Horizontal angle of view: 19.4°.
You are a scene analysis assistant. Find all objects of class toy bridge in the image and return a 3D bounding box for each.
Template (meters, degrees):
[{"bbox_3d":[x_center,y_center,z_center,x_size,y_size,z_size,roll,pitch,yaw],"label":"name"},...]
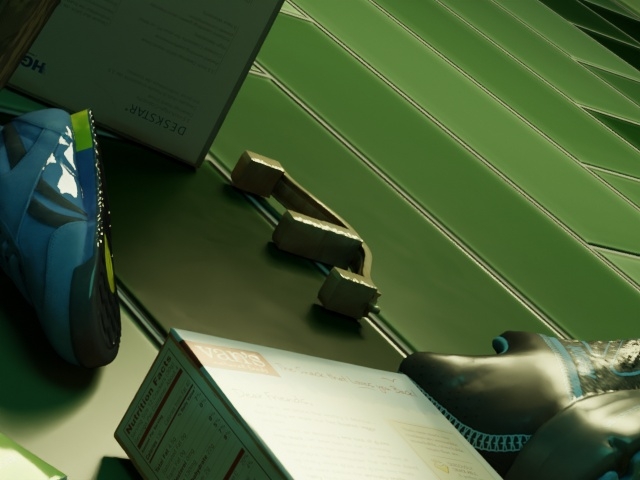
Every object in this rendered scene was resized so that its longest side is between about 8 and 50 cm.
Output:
[{"bbox_3d":[0.000,0.000,1.244,0.063,0.026,0.188,19,20,-33],"label":"toy bridge"}]

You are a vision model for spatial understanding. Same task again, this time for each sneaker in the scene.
[{"bbox_3d":[0.159,0.092,1.063,0.139,0.125,0.341,31,14,25],"label":"sneaker"},{"bbox_3d":[-0.148,0.001,0.971,0.082,0.069,0.209,-8,35,-6],"label":"sneaker"}]

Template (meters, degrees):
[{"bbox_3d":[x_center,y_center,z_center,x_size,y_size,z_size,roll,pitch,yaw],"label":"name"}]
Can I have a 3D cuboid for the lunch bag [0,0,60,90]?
[{"bbox_3d":[-0.250,-0.208,1.020,0.256,0.212,0.305,31,41,-8],"label":"lunch bag"}]

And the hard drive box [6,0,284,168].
[{"bbox_3d":[-0.115,-0.194,1.274,0.181,0.232,0.089,24,17,-16],"label":"hard drive box"}]

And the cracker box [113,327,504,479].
[{"bbox_3d":[0.029,0.137,0.823,0.155,0.067,0.232,14,23,-40],"label":"cracker box"}]

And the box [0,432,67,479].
[{"bbox_3d":[-0.271,0.046,0.632,0.322,0.058,0.232,32,17,11],"label":"box"}]
